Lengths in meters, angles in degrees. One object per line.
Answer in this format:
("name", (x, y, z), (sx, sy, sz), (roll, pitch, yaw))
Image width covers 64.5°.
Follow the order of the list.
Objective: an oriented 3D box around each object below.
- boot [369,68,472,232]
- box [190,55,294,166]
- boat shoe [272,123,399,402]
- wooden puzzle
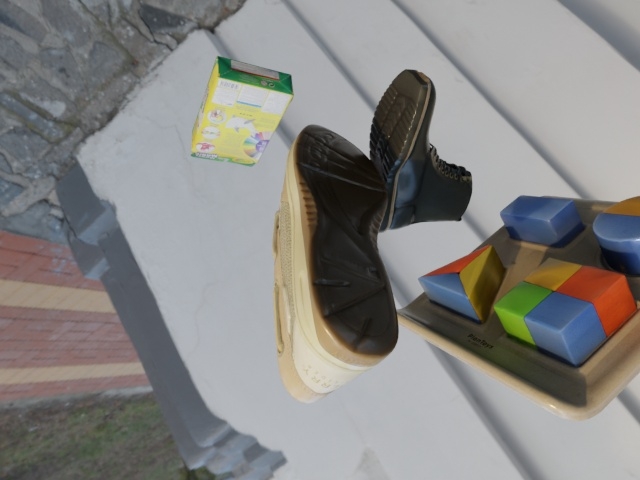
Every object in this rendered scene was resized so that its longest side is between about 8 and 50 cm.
("boot", (0.127, -0.096, 0.575), (0.136, 0.077, 0.198), (-5, 139, -17))
("box", (-0.117, -0.169, 0.714), (0.105, 0.043, 0.179), (7, 149, -24))
("boat shoe", (0.000, 0.000, 0.475), (0.109, 0.303, 0.098), (22, 129, -22))
("wooden puzzle", (0.281, 0.027, 0.614), (0.347, 0.081, 0.322), (-33, -162, -14))
